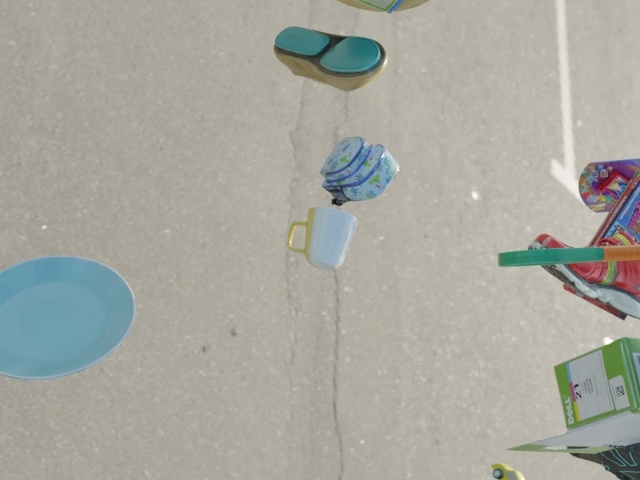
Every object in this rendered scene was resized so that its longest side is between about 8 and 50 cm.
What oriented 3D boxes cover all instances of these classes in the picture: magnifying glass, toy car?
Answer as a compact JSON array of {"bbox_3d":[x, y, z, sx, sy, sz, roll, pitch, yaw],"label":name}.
[{"bbox_3d":[0.357,0.021,1.186,0.092,0.230,0.026,108,-23,-85],"label":"magnifying glass"},{"bbox_3d":[0.419,0.563,1.755,0.239,0.053,0.225,59,13,12],"label":"toy car"}]

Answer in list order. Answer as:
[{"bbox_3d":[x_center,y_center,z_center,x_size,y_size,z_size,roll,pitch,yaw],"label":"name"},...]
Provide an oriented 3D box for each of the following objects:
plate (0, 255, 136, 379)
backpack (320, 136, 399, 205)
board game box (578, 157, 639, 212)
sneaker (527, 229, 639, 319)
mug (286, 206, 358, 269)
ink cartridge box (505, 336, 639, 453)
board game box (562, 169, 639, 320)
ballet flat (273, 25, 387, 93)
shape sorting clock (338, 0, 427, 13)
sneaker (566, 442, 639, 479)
[{"bbox_3d":[-0.302,0.088,0.979,0.188,0.188,0.024,-56,159,-45],"label":"plate"},{"bbox_3d":[0.063,-0.116,1.433,0.084,0.114,0.105,47,64,-31],"label":"backpack"},{"bbox_3d":[0.641,-0.108,1.872,0.033,0.168,0.133,-69,150,-51],"label":"board game box"},{"bbox_3d":[0.453,0.031,1.419,0.279,0.107,0.118,22,101,-30],"label":"sneaker"},{"bbox_3d":[0.004,0.001,1.050,0.062,0.078,0.064,22,72,-30],"label":"mug"},{"bbox_3d":[0.396,0.223,1.202,0.188,0.255,0.097,9,63,-29],"label":"ink cartridge box"},{"bbox_3d":[0.628,0.013,1.766,0.145,0.281,0.027,27,18,-1],"label":"board game box"},{"bbox_3d":[0.023,-0.236,1.165,0.080,0.232,0.073,-42,129,-12],"label":"ballet flat"},{"bbox_3d":[0.069,-0.375,1.160,0.206,0.206,0.040,29,61,-45],"label":"shape sorting clock"},{"bbox_3d":[0.542,0.389,1.494,0.101,0.267,0.106,9,82,-43],"label":"sneaker"}]
